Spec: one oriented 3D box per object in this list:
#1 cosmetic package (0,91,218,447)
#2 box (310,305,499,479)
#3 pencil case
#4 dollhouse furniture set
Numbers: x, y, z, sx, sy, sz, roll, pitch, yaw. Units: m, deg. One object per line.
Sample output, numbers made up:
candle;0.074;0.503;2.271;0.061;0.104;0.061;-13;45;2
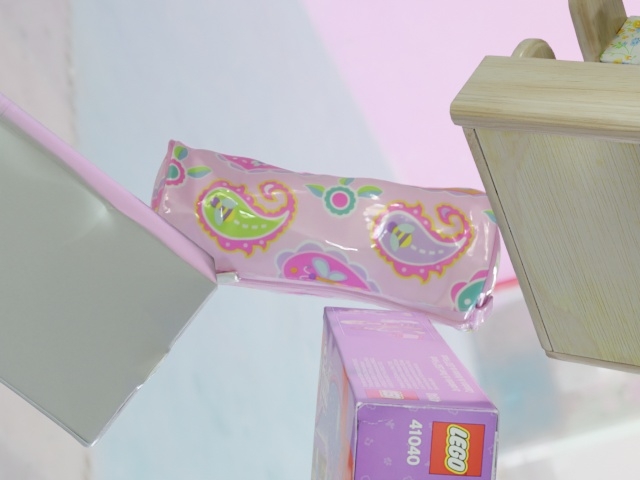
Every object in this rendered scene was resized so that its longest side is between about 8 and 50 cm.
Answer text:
cosmetic package;-0.186;-0.005;1.066;0.238;0.127;0.107;40;5;-13
box;0.026;0.146;0.813;0.293;0.057;0.201;-112;-154;-84
pencil case;0.000;0.000;1.452;0.124;0.284;0.124;9;90;-89
dollhouse furniture set;0.185;-0.074;0.911;0.242;0.212;0.161;-53;136;-34
